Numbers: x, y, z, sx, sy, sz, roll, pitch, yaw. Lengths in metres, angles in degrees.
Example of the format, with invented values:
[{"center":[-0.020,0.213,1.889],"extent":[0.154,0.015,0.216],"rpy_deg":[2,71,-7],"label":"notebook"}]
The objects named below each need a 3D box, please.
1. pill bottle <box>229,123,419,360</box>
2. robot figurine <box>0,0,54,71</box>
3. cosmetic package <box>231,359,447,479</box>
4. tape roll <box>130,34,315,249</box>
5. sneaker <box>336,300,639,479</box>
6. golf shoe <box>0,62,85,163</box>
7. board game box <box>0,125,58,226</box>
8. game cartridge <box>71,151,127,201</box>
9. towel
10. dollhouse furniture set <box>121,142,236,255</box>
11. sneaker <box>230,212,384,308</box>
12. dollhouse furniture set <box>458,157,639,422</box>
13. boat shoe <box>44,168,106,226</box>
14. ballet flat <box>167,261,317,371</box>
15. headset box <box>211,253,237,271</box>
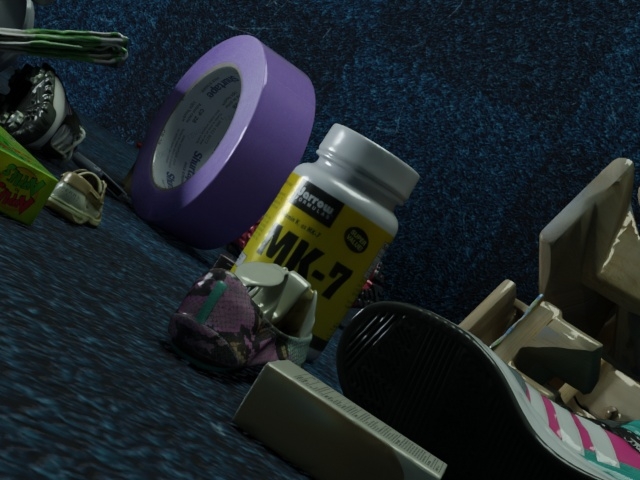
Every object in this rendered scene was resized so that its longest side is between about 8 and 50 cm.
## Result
[{"center":[0.000,0.000,1.051],"extent":[0.119,0.208,0.119],"rpy_deg":[32,1,-1],"label":"pill bottle"},{"center":[-0.541,-0.358,1.575],"extent":[0.300,0.199,0.353],"rpy_deg":[-6,-13,4],"label":"robot figurine"},{"center":[0.012,0.115,0.613],"extent":[0.115,0.041,0.060],"rpy_deg":[32,1,13],"label":"cosmetic package"},{"center":[-0.131,-0.128,1.416],"extent":[0.090,0.275,0.275],"rpy_deg":[32,1,-31],"label":"tape roll"},{"center":[0.153,0.149,0.764],"extent":[0.295,0.124,0.178],"rpy_deg":[41,9,19],"label":"sneaker"},{"center":[-0.343,-0.155,1.373],"extent":[0.120,0.105,0.273],"rpy_deg":[41,-1,-23],"label":"golf shoe"},{"center":[-0.282,-0.075,0.859],"extent":[0.092,0.043,0.181],"rpy_deg":[31,1,-35],"label":"board game box"},{"center":[-0.291,-0.084,1.425],"extent":[0.056,0.017,0.083],"rpy_deg":[38,-7,32],"label":"game cartridge"},{"center":[-0.410,-0.247,1.385],"extent":[0.325,0.038,0.248],"rpy_deg":[0,7,-11],"label":"towel"},{"center":[-0.182,-0.085,1.748],"extent":[0.259,0.135,0.262],"rpy_deg":[32,1,-8],"label":"dollhouse furniture set"},{"center":[-0.032,0.039,1.573],"extent":[0.112,0.121,0.299],"rpy_deg":[-5,-23,37],"label":"sneaker"},{"center":[0.232,0.072,1.094],"extent":[0.256,0.362,0.394],"rpy_deg":[34,-26,32],"label":"dollhouse furniture set"},{"center":[-0.223,-0.043,1.022],"extent":[0.050,0.045,0.135],"rpy_deg":[32,1,-7],"label":"boat shoe"},{"center":[-0.044,0.055,0.786],"extent":[0.077,0.079,0.221],"rpy_deg":[31,1,15],"label":"ballet flat"},{"center":[-0.091,0.044,1.219],"extent":[0.062,0.032,0.083],"rpy_deg":[32,0,1],"label":"headset box"}]
